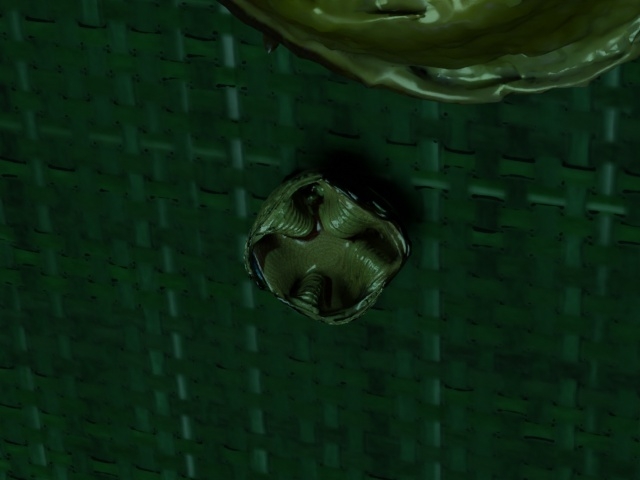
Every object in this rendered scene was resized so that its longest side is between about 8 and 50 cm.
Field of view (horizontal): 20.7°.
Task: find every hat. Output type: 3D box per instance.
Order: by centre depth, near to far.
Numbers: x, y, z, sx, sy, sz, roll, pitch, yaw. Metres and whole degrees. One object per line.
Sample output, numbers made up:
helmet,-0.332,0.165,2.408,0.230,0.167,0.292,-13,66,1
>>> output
hat,0.000,0.000,0.929,0.077,0.059,0.076,36,95,-16

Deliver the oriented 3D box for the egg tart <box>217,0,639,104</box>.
egg tart,0.036,-0.194,0.740,0.345,0.132,0.345,10,127,14
